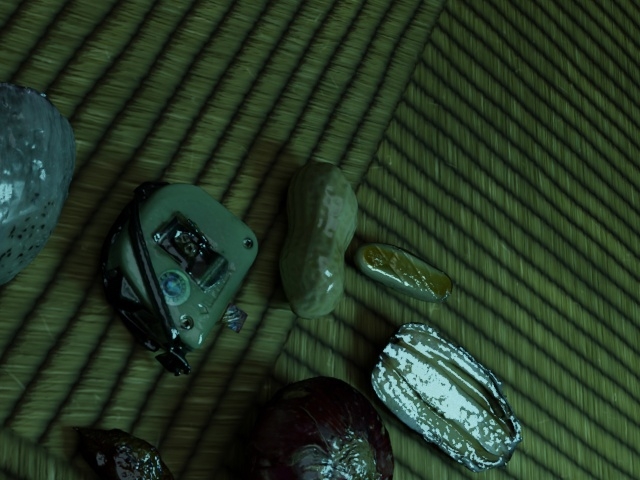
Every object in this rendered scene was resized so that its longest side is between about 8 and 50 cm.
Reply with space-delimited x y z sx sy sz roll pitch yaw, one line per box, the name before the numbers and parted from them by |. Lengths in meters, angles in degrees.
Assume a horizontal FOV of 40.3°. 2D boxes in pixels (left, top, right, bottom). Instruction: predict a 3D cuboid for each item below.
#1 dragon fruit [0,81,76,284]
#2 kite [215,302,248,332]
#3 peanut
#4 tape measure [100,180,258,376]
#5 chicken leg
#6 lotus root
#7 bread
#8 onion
dragon fruit | -0.435 -0.061 1.051 0.283 0.204 0.221 7 75 -31
kite | -0.141 0.127 1.320 0.078 0.002 0.044 -42 102 -35
peanut | 0.000 0.000 1.380 0.124 0.124 0.256 12 74 -31
tape measure | -0.213 0.037 1.228 0.207 0.115 0.235 42 59 -21
chicken leg | -0.243 0.339 1.163 0.105 0.063 0.233 -20 87 -40
lotus root | 0.212 0.267 1.481 0.329 0.078 0.167 44 81 -19
bread | 0.139 0.054 1.495 0.214 0.053 0.073 23 70 -30
onion | -0.006 0.318 1.251 0.246 0.190 0.246 18 66 -50
